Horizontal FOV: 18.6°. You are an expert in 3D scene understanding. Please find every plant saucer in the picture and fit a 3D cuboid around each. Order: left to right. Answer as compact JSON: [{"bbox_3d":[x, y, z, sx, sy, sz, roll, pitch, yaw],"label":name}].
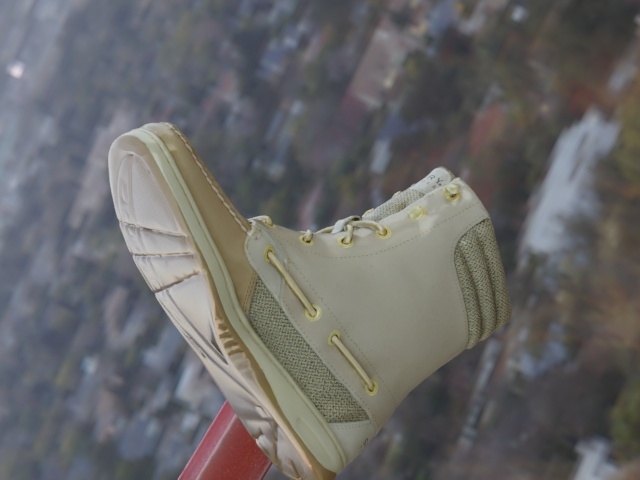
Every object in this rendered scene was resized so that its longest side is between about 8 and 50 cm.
[{"bbox_3d":[-0.043,0.126,1.542,0.258,0.048,0.259,-58,3,3],"label":"plant saucer"}]

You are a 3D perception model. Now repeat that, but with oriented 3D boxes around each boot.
[{"bbox_3d":[0.000,0.000,1.256,0.203,0.262,0.095,-38,16,-23],"label":"boot"}]
